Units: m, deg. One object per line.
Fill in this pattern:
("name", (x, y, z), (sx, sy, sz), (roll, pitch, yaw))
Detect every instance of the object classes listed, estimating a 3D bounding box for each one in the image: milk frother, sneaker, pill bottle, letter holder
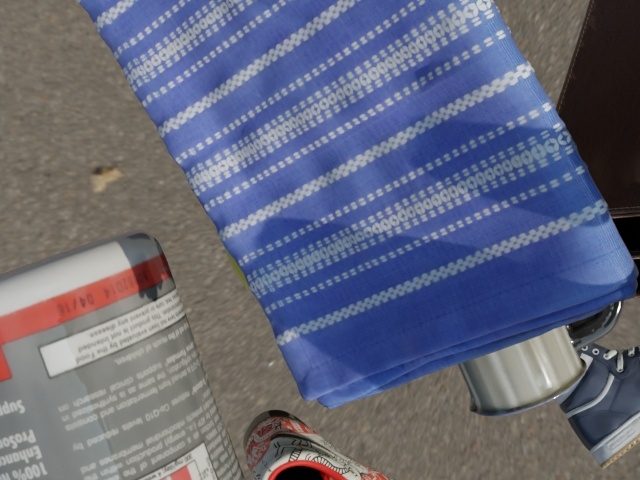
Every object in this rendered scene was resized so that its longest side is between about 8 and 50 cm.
("milk frother", (0.127, 0.039, 0.726), (0.129, 0.143, 0.135), (-22, 100, 17))
("sneaker", (0.436, 0.158, 1.527), (0.282, 0.099, 0.153), (-40, 70, 1))
("pill bottle", (-0.165, 0.191, 0.871), (0.210, 0.210, 0.363), (-19, 94, 7))
("letter holder", (0.352, -0.114, 1.073), (0.152, 0.214, 0.302), (38, 61, -34))
("sneaker", (0.043, 0.273, 1.124), (0.270, 0.145, 0.090), (35, 93, -12))

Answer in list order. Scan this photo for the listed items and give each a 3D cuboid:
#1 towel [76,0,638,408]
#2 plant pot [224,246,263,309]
("towel", (-0.008, -0.078, 0.601), (0.243, 0.040, 0.336), (-26, 97, 45))
("plant pot", (0.000, 0.000, 1.394), (0.253, 0.239, 0.254), (0, 109, 1))
